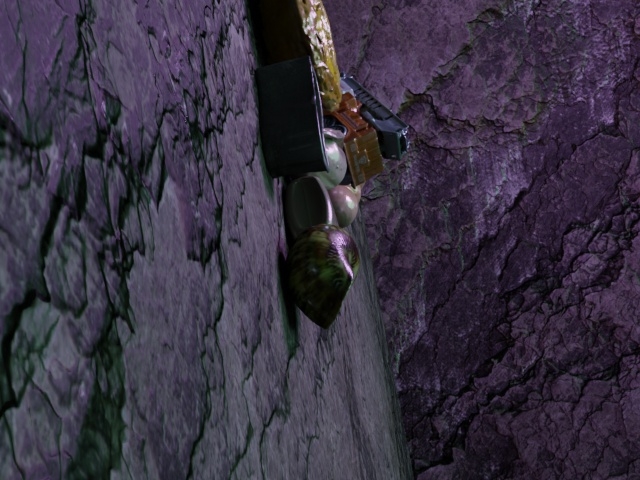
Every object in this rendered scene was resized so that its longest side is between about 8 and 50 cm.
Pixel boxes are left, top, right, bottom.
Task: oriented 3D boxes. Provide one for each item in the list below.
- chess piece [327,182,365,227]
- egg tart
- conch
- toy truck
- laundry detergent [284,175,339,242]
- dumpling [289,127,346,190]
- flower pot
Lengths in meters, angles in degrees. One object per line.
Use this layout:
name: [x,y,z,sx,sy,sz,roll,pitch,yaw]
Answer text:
chess piece: [0.051,-0.126,2.346,0.261,0.142,0.143,-85,162,-55]
egg tart: [-0.048,-0.421,1.963,0.345,0.132,0.346,-11,90,-84]
conch: [-0.002,0.061,1.652,0.181,0.124,0.187,89,17,-73]
toy truck: [0.054,-0.266,2.121,0.338,0.184,0.133,53,-16,49]
laundry detergent: [0.000,0.000,1.856,0.253,0.091,0.181,68,6,-55]
dumpling: [-0.003,-0.165,1.876,0.118,0.136,0.199,49,-1,19]
flower pot: [-0.051,-0.220,1.730,0.103,0.108,0.229,68,14,-57]
